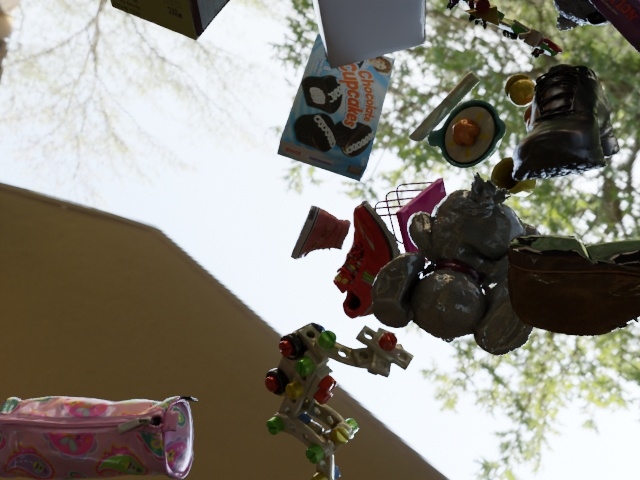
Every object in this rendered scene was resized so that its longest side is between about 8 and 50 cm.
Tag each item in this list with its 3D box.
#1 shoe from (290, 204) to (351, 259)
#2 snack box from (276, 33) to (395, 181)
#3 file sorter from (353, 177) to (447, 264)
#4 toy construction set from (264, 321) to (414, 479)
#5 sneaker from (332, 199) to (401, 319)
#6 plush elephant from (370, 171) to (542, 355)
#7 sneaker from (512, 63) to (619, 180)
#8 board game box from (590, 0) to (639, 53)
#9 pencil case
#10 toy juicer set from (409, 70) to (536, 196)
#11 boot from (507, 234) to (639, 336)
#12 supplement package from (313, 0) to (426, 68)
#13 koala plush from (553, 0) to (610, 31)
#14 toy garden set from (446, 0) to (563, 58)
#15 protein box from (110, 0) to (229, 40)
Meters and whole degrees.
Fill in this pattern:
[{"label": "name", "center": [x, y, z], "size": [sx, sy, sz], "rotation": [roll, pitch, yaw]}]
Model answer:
[{"label": "shoe", "center": [0.000, 0.000, 1.359], "size": [0.081, 0.178, 0.063], "rotation": [21, -116, -3]}, {"label": "snack box", "center": [0.038, -0.291, 1.620], "size": [0.187, 0.060, 0.321], "rotation": [18, -122, -3]}, {"label": "file sorter", "center": [0.258, -0.044, 2.314], "size": [0.182, 0.202, 0.291], "rotation": [-2, -157, 36]}, {"label": "toy construction set", "center": [0.014, 0.269, 1.343], "size": [0.215, 0.327, 0.151], "rotation": [43, -152, 25]}, {"label": "sneaker", "center": [0.079, 0.052, 1.426], "size": [0.118, 0.278, 0.107], "rotation": [-22, -137, -17]}, {"label": "plush elephant", "center": [0.235, 0.064, 1.232], "size": [0.272, 0.255, 0.330], "rotation": [23, 170, 21]}, {"label": "sneaker", "center": [0.288, -0.145, 0.903], "size": [0.109, 0.130, 0.286], "rotation": [-6, -170, 26]}, {"label": "board game box", "center": [0.453, -0.251, 0.939], "size": [0.346, 0.056, 0.208], "rotation": [50, -134, 7]}, {"label": "pencil case", "center": [-0.321, 0.277, 1.068], "size": [0.284, 0.124, 0.124], "rotation": [-2, -156, 10]}, {"label": "toy juicer set", "center": [0.302, -0.232, 1.421], "size": [0.090, 0.209, 0.329], "rotation": [16, -163, -43]}, {"label": "boot", "center": [0.395, 0.063, 0.963], "size": [0.306, 0.115, 0.112], "rotation": [3, -161, 17]}, {"label": "supplement package", "center": [0.087, -0.477, 1.432], "size": [0.204, 0.262, 0.145], "rotation": [-15, -111, 1]}, {"label": "koala plush", "center": [0.479, -0.406, 1.207], "size": [0.221, 0.203, 0.196], "rotation": [-1, 151, 28]}, {"label": "toy garden set", "center": [0.359, -0.415, 1.479], "size": [0.244, 0.049, 0.203], "rotation": [26, -162, -13]}, {"label": "protein box", "center": [-0.284, -0.508, 1.362], "size": [0.200, 0.201, 0.136], "rotation": [25, -117, 15]}]
